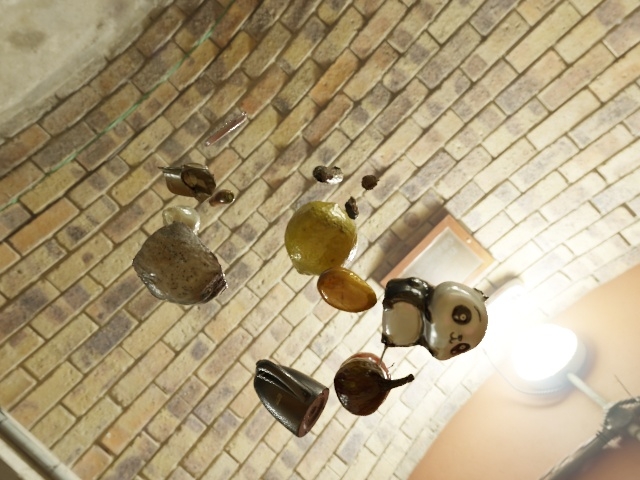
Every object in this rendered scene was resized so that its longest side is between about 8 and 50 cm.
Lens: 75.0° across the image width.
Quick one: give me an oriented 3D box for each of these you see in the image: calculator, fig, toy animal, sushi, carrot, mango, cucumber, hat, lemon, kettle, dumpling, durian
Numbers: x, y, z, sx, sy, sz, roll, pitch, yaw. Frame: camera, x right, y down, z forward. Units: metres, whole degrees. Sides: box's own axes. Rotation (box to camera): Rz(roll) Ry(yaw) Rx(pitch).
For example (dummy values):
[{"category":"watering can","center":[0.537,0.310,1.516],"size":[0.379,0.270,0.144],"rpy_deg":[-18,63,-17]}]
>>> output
[{"category":"calculator","center":[-0.244,-0.294,1.095],"size":[0.103,0.024,0.166],"rpy_deg":[-17,-152,46]},{"category":"fig","center":[0.157,0.450,1.354],"size":[0.191,0.190,0.290],"rpy_deg":[-50,174,-44]},{"category":"toy animal","center":[0.351,0.227,1.281],"size":[0.251,0.309,0.251],"rpy_deg":[7,90,-72]},{"category":"sushi","center":[0.112,-0.111,1.392],"size":[0.046,0.044,0.083],"rpy_deg":[-57,146,-28]},{"category":"carrot","center":[-0.531,-0.226,2.220],"size":[0.193,0.087,0.087],"rpy_deg":[-2,-142,47]},{"category":"mango","center":[0.091,0.174,1.421],"size":[0.112,0.219,0.145],"rpy_deg":[-17,128,-65]},{"category":"cucumber","center":[0.030,-0.265,1.701],"size":[0.072,0.081,0.303],"rpy_deg":[-27,-178,19]},{"category":"hat","center":[-0.425,-0.209,1.318],"size":[0.147,0.175,0.085],"rpy_deg":[83,30,-45]},{"category":"lemon","center":[0.000,0.000,1.965],"size":[0.350,0.349,0.388],"rpy_deg":[-65,180,-77]},{"category":"kettle","center":[-0.134,0.565,1.594],"size":[0.207,0.290,0.269],"rpy_deg":[-44,149,-33]},{"category":"dumpling","center":[-0.607,-0.060,1.833],"size":[0.146,0.193,0.258],"rpy_deg":[-13,166,12]},{"category":"durian","center":[0.223,-0.258,1.853],"size":[0.091,0.080,0.080],"rpy_deg":[-10,-163,18]}]

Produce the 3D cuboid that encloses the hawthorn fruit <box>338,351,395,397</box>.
[{"category":"hawthorn fruit","center":[0.216,0.582,1.783],"size":[0.271,0.242,0.242],"rpy_deg":[-18,167,-35]}]

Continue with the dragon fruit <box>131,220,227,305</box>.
[{"category":"dragon fruit","center":[-0.442,0.115,1.331],"size":[0.204,0.221,0.283],"rpy_deg":[-40,152,-26]}]

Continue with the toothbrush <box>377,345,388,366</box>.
[{"category":"toothbrush","center":[0.206,0.488,1.529],"size":[0.026,0.024,0.288],"rpy_deg":[-39,150,-87]}]
